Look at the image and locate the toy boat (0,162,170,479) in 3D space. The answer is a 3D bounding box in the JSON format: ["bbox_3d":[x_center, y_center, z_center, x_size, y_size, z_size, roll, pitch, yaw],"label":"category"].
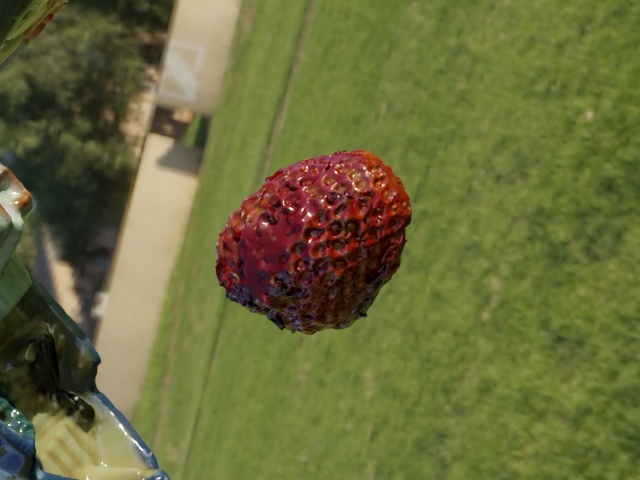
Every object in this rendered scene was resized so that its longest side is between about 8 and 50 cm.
[{"bbox_3d":[-0.173,0.047,0.719,0.115,0.262,0.114,-25,18,25],"label":"toy boat"}]

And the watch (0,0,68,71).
[{"bbox_3d":[-0.239,-0.197,0.740,0.196,0.231,0.244,-47,9,-20],"label":"watch"}]

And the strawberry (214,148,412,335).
[{"bbox_3d":[0.000,0.000,0.613,0.096,0.083,0.083,-46,18,24],"label":"strawberry"}]
